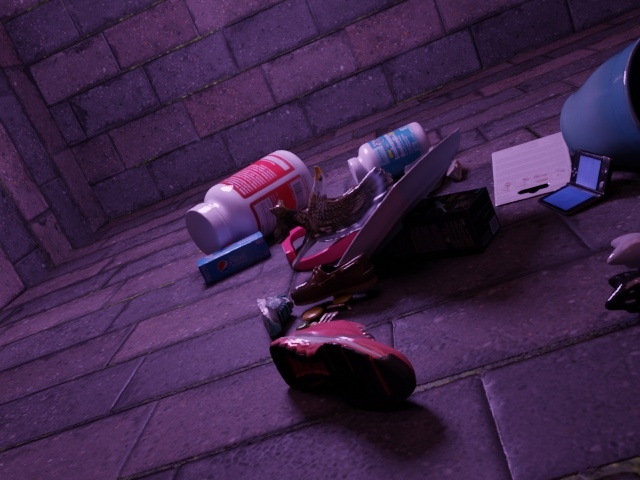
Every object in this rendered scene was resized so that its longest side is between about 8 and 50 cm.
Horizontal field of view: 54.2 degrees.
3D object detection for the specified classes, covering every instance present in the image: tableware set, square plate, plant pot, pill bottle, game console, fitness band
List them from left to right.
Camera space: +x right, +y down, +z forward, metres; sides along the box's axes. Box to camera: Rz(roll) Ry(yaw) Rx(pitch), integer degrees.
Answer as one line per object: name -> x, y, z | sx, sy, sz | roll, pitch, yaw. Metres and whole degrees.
pill bottle -> -0.227, -0.115, 2.044 | 0.407, 0.229, 0.229 | -35, 21, -35
fitness band -> 0.000, 0.000, 1.713 | 0.208, 0.054, 0.291 | -21, 18, -2
tableware set -> 0.014, 0.148, 1.297 | 0.104, 0.024, 0.154 | -15, 20, 36
pill bottle -> 0.227, -0.276, 2.069 | 0.264, 0.146, 0.146 | -25, 17, -1
square plate -> 0.176, -0.068, 1.425 | 0.344, 0.049, 0.347 | -41, -12, -46
game console -> 0.536, -0.126, 1.324 | 0.085, 0.124, 0.144 | 2, 15, -8
plant pot -> 0.665, -0.277, 1.333 | 0.271, 0.272, 0.255 | -29, 4, -18

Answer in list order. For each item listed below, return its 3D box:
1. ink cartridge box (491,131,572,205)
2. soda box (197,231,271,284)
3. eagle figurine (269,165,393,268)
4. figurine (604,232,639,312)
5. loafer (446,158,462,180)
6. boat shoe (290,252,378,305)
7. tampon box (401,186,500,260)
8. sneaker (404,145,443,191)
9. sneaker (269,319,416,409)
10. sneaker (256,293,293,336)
ink cartridge box -> 0.521, -0.162, 1.538 | 0.189, 0.066, 0.232 | -15, 40, 24
soda box -> -0.257, 0.052, 1.861 | 0.210, 0.067, 0.071 | -25, 17, -6
eagle figurine -> 0.033, -0.077, 1.517 | 0.298, 0.225, 0.226 | -5, 51, 3
figurine -> 0.519, 0.025, 0.899 | 0.209, 0.092, 0.215 | -18, 17, 31
loafer -> 0.394, -0.201, 1.826 | 0.045, 0.039, 0.125 | -53, 1, 26
boat shoe -> 0.020, 0.080, 1.327 | 0.206, 0.073, 0.073 | -21, 17, 25
tampon box -> 0.281, -0.035, 1.349 | 0.161, 0.102, 0.120 | -10, 21, 41
sneaker -> 0.297, -0.185, 1.858 | 0.118, 0.083, 0.222 | -35, 14, 38
sneaker -> 0.047, 0.174, 1.013 | 0.136, 0.116, 0.313 | -34, 19, -34
sneaker -> -0.093, 0.152, 1.357 | 0.076, 0.065, 0.166 | -21, 18, -6
